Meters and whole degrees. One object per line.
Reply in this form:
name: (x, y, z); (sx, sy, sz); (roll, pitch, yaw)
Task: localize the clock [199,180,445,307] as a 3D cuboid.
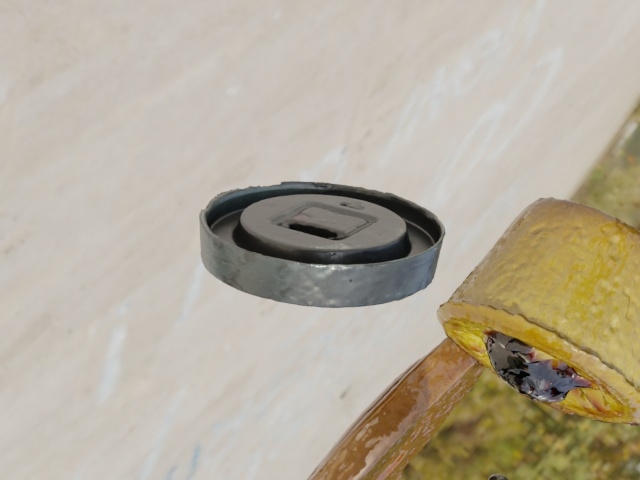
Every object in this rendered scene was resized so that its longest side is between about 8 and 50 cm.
clock: (0.000, 0.000, 1.507); (0.281, 0.281, 0.055); (-27, 126, -54)

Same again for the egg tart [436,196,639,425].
egg tart: (0.228, 0.069, 1.224); (0.170, 0.215, 0.215); (-59, 166, -14)

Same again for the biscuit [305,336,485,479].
biscuit: (0.054, 0.283, 1.655); (0.350, 0.078, 0.455); (-36, 162, -53)

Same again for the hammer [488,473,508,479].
hammer: (0.313, 0.297, 1.563); (0.292, 0.029, 0.058); (-11, -159, 38)
